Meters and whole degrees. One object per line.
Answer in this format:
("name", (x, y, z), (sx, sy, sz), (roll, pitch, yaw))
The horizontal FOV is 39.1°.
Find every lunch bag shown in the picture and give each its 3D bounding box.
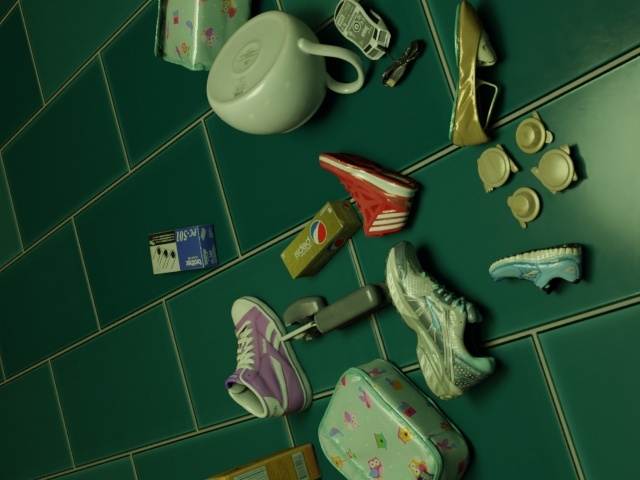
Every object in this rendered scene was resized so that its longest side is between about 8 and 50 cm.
("lunch bag", (0.125, 0.375, 1.627), (0.279, 0.108, 0.224), (45, 125, 33))
("lunch bag", (-0.260, -0.477, 1.888), (0.262, 0.160, 0.223), (30, 120, 52))

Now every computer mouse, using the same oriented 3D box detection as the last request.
("computer mouse", (0.099, -0.365, 1.608), (0.193, 0.042, 0.106), (51, 133, 22))

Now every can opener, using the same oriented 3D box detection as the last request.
("can opener", (0.019, 0.126, 1.731), (0.283, 0.076, 0.095), (-33, 72, 43))

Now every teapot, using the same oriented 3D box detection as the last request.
("teapot", (-0.073, -0.295, 1.703), (0.252, 0.187, 0.256), (-50, 38, 7))

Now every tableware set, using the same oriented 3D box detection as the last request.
("tableware set", (0.323, -0.112, 1.419), (0.168, 0.020, 0.141), (-47, 60, 40))

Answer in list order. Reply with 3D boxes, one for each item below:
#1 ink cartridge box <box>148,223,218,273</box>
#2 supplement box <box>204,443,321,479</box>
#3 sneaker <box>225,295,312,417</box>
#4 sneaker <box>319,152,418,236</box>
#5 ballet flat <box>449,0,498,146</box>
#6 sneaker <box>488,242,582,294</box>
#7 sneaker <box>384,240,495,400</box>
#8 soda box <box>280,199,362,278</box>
("ink cartridge box", (-0.321, 0.021, 2.095), (0.207, 0.046, 0.097), (-9, 90, 47))
("supplement box", (-0.112, 0.475, 1.798), (0.078, 0.233, 0.080), (-25, 77, 46))
("sneaker", (-0.142, 0.236, 1.854), (0.282, 0.161, 0.102), (56, 132, 27))
("sneaker", (0.070, -0.078, 1.643), (0.221, 0.087, 0.128), (29, 114, 42))
("ballet flat", (0.251, -0.267, 1.451), (0.073, 0.080, 0.232), (5, 103, 18))
("sneaker", (0.332, 0.051, 1.401), (0.162, 0.063, 0.073), (-13, 89, 47))
("sneaker", (0.209, 0.120, 1.531), (0.122, 0.110, 0.283), (-29, 76, 26))
("soda box", (0.000, 0.000, 1.745), (0.181, 0.058, 0.061), (-48, 62, 39))
